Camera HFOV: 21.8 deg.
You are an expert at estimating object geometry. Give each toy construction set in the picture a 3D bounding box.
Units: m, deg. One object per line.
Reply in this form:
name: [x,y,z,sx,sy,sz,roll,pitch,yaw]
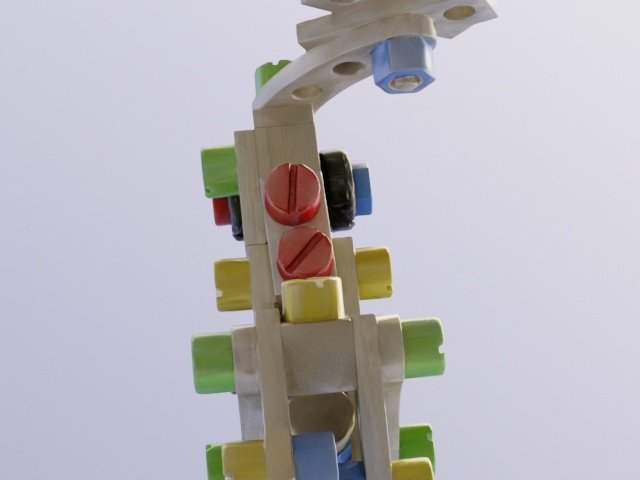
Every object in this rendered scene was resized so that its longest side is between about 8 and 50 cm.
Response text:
toy construction set: [0.000,0.000,0.860,0.151,0.215,0.327,8,-110,3]
